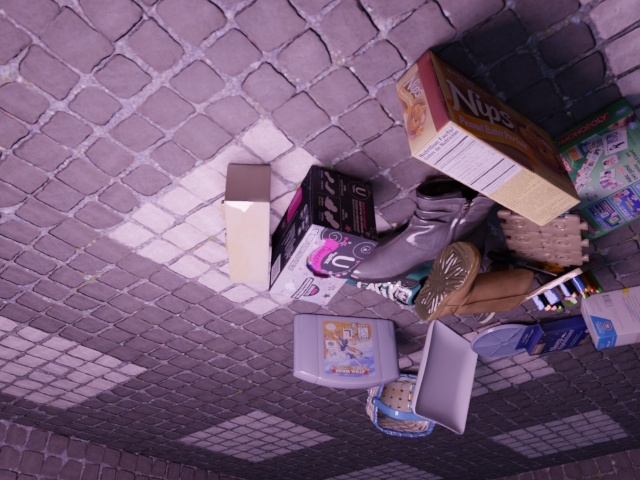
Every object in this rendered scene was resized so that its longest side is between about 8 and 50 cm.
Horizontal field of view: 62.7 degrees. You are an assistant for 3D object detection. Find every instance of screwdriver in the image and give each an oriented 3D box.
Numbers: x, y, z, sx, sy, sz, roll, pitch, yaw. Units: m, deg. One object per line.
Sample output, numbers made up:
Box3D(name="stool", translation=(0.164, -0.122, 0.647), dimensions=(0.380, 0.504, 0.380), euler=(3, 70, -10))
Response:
Box3D(name="screwdriver", translation=(0.486, 0.055, 1.264), dimensions=(0.170, 0.025, 0.024), euler=(13, 162, 6))

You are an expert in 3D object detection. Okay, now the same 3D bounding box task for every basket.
Box3D(name="basket", translation=(0.284, 0.541, 1.720), dimensions=(0.255, 0.200, 0.289), euler=(14, 177, -21))

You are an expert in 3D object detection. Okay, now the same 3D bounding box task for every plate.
Box3D(name="plate", translation=(0.368, 0.408, 1.568), dimensions=(0.045, 0.277, 0.278), euler=(-6, 149, 45))

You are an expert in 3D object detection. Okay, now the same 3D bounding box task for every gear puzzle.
Box3D(name="gear puzzle", translation=(0.515, 0.004, 1.194), dimensions=(0.176, 0.044, 0.339), euler=(6, 157, 30))

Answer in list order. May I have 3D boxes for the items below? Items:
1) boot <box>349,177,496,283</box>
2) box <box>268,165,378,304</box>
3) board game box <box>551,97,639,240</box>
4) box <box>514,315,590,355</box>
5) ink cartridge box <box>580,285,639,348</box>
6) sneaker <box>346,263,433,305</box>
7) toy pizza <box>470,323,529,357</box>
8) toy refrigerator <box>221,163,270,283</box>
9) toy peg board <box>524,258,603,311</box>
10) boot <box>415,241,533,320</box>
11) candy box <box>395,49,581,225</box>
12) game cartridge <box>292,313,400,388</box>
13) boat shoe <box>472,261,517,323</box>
Box3D(name="boot", translation=(0.203, -0.033, 1.117), dimensions=(0.339, 0.118, 0.222), euler=(-14, 140, -5))
Box3D(name="box", translation=(0.000, 0.000, 1.084), dimensions=(0.142, 0.163, 0.247), euler=(14, 139, -18))
Box3D(name="board game box", translation=(0.572, -0.125, 1.062), dimensions=(0.214, 0.046, 0.317), euler=(-31, 134, 33))
Box3D(name="box", translation=(0.702, 0.284, 1.561), dimensions=(0.226, 0.036, 0.136), euler=(-9, 139, -7))
Box3D(name="ink cartridge box", translation=(0.849, 0.202, 1.423), dimensions=(0.231, 0.134, 0.078), euler=(-13, 140, 13))
Box3D(name="sneaker", translation=(0.173, 0.089, 1.243), dimensions=(0.303, 0.121, 0.108), euler=(0, 141, -4))
Box3D(name="toy pizza", translation=(0.561, 0.302, 1.614), dimensions=(0.202, 0.032, 0.201), euler=(-1, 141, -1))
Box3D(name="toy refrigerator", translation=(-0.152, -0.026, 1.092), dimensions=(0.094, 0.102, 0.269), euler=(2, 142, -6))
Box3D(name="toy peg board", translation=(0.608, 0.126, 1.297), dimensions=(0.161, 0.079, 0.161), euler=(-39, 162, 36))
Box3D(name="boot", translation=(0.364, 0.084, 1.159), dimensions=(0.270, 0.089, 0.236), euler=(-2, 142, -26))
Box3D(name="candy box", translation=(0.281, -0.164, 0.881), dimensions=(0.317, 0.182, 0.087), euler=(21, 135, -28))
Box3D(name="game cartridge", translation=(0.072, 0.308, 1.453), dimensions=(0.298, 0.198, 0.062), euler=(5, 141, -11))
Box3D(name="boat shoe", translation=(0.429, 0.130, 1.355), dimensions=(0.074, 0.080, 0.223), euler=(8, 135, -6))
